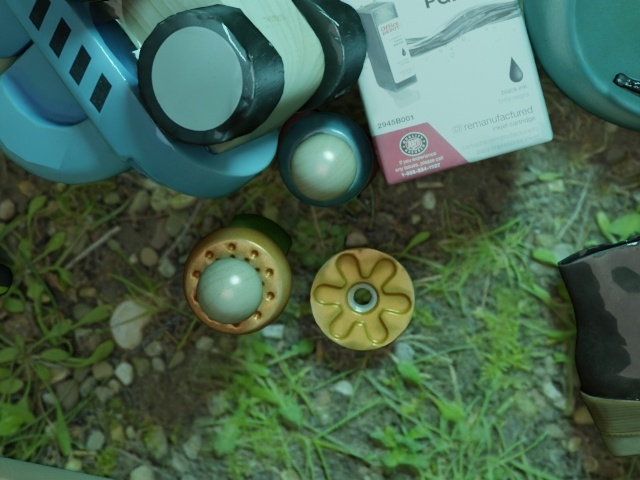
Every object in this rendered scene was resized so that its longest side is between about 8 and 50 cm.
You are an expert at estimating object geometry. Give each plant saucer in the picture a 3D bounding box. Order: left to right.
[{"bbox_3d":[0.338,-0.219,1.417,0.317,0.044,0.318,-2,125,-3],"label":"plant saucer"}]

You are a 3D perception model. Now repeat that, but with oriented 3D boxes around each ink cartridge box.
[{"bbox_3d":[0.105,-0.176,1.440,0.158,0.092,0.218,-15,96,5],"label":"ink cartridge box"}]

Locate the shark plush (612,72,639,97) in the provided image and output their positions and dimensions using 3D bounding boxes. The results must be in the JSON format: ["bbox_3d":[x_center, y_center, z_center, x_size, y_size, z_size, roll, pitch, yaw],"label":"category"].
[{"bbox_3d":[0.333,-0.103,1.444,0.161,0.067,0.073,13,66,-19],"label":"shark plush"}]

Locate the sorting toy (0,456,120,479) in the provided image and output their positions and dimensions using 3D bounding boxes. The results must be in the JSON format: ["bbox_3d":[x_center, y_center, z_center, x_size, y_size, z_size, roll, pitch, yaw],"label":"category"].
[{"bbox_3d":[-0.279,0.329,1.620,0.193,0.038,0.208,11,95,1],"label":"sorting toy"}]

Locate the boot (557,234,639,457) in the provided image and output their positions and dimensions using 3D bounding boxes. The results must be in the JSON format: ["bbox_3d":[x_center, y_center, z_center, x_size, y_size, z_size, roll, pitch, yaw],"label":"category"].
[{"bbox_3d":[0.359,0.088,1.513,0.248,0.090,0.207,-12,101,9],"label":"boot"}]

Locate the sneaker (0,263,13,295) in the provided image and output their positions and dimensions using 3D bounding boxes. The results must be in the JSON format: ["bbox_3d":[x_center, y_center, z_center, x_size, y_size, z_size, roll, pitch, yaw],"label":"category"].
[{"bbox_3d":[-0.408,-0.039,1.501,0.300,0.111,0.121,34,74,-28],"label":"sneaker"}]

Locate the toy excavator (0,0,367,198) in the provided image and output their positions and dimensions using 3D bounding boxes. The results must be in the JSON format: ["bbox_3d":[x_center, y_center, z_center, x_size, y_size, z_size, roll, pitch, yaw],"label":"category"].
[{"bbox_3d":[-0.256,-0.170,1.403,0.445,0.222,0.433,-39,86,27],"label":"toy excavator"}]

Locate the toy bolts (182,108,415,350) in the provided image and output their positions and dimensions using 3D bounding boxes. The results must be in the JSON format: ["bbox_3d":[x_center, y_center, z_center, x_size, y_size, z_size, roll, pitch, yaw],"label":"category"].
[{"bbox_3d":[0.000,0.000,1.484,0.218,0.158,0.229,21,100,-1],"label":"toy bolts"}]
